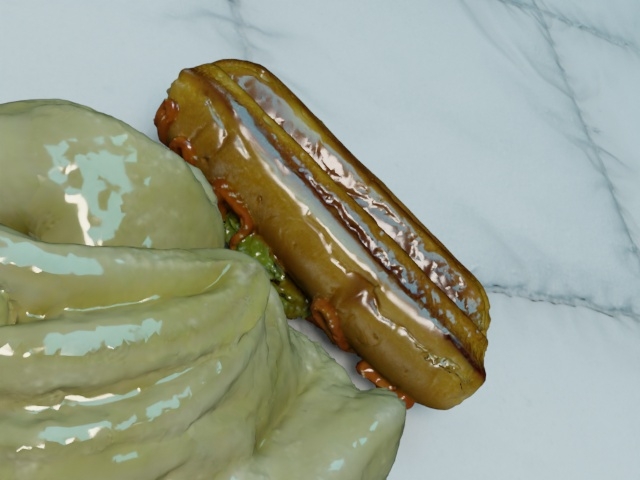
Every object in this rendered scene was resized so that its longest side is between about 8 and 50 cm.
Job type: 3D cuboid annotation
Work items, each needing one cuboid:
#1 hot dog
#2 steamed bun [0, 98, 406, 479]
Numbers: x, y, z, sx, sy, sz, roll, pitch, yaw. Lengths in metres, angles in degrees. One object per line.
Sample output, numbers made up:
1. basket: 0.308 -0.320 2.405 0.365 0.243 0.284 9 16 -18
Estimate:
1. hot dog: 0.000 0.000 0.880 0.349 0.117 0.158 45 21 -3
2. steamed bun: -0.133 0.061 0.642 0.372 0.230 0.325 45 37 3
